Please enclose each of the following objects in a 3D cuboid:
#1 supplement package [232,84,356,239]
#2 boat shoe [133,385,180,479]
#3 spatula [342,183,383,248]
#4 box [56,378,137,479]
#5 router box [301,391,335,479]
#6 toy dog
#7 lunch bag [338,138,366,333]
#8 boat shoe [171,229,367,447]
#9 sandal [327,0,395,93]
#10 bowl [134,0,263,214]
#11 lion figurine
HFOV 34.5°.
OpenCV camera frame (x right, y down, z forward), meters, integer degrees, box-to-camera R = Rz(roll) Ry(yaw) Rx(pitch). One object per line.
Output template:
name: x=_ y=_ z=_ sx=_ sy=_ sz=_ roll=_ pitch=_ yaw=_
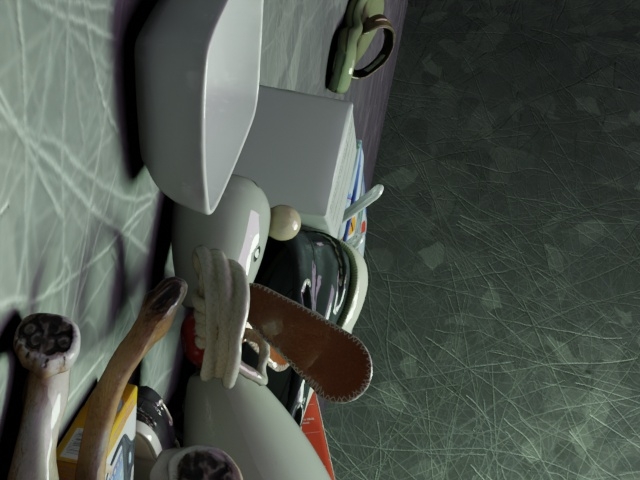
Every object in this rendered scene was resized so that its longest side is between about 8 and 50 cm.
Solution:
supplement package: x=-0.028 y=-0.065 z=0.947 sx=0.179 sy=0.105 sz=0.105 roll=65 pitch=38 yaw=-80
boat shoe: x=-0.119 y=0.147 z=0.722 sx=0.125 sy=0.046 sz=0.038 roll=82 pitch=22 yaw=-49
spatula: x=-0.021 y=0.036 z=1.079 sx=0.242 sy=0.019 sz=0.168 roll=-39 pitch=-157 yaw=47
box: x=-0.138 y=0.164 z=0.631 sx=0.081 sy=0.028 sz=0.136 roll=-71 pitch=168 yaw=-62
router box: x=-0.037 y=0.405 z=1.369 sx=0.301 sy=0.082 sz=0.335 roll=-104 pitch=-165 yaw=-47
toy dog: x=-0.019 y=0.126 z=0.743 sx=0.220 sy=0.161 sz=0.334 roll=-130 pitch=-140 yaw=-66
lunch bag: x=0.000 y=0.000 z=1.367 sx=0.303 sy=0.115 sz=0.243 roll=85 pitch=14 yaw=-69
boat shoe: x=-0.069 y=0.143 z=0.885 sx=0.113 sy=0.127 sz=0.340 roll=31 pitch=85 yaw=-55
sandal: x=0.075 y=-0.314 z=1.682 sx=0.303 sy=0.086 sz=0.120 roll=-72 pitch=171 yaw=-55
bowl: x=-0.076 y=-0.103 z=0.641 sx=0.142 sy=0.053 sz=0.142 roll=-76 pitch=173 yaw=-46
lion figurine: x=-0.111 y=0.224 z=0.456 sx=0.392 sy=0.142 sz=0.240 roll=-80 pitch=-176 yaw=-49
